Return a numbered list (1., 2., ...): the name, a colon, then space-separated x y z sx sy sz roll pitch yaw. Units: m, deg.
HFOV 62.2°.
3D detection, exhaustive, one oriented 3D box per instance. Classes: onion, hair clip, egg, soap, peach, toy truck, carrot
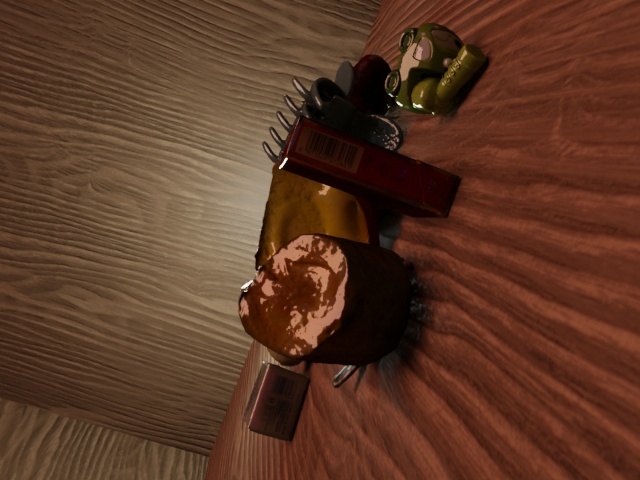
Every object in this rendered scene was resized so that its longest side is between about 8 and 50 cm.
1. onion: 0.176 -0.483 1.796 0.272 0.195 0.271 -46 -27 -32
2. hair clip: 0.002 -0.331 1.592 0.318 0.239 0.391 -55 49 38
3. hair clip: 0.092 0.214 1.123 0.229 0.036 0.066 -62 14 1
4. egg: -0.099 0.308 1.676 0.201 0.165 0.164 -108 39 -69
5. soap: -0.138 0.481 1.602 0.182 0.139 0.199 143 147 -72
6. peach: 0.000 0.000 1.327 0.242 0.307 0.379 5 -88 -77
7. toy truck: 0.248 -0.352 1.141 0.187 0.148 0.210 -63 36 29
8. carrot: 0.040 0.116 1.008 0.242 0.341 0.241 -11 74 39

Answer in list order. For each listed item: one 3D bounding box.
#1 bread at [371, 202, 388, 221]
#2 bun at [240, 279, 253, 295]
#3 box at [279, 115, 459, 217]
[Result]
1. bread: 0.129 -0.100 1.430 0.245 0.095 0.101 125 154 -62
2. bun: -0.182 0.240 2.119 0.281 0.282 0.204 142 113 -74
3. box: 0.083 -0.135 1.034 0.197 0.314 0.089 -171 101 -81
